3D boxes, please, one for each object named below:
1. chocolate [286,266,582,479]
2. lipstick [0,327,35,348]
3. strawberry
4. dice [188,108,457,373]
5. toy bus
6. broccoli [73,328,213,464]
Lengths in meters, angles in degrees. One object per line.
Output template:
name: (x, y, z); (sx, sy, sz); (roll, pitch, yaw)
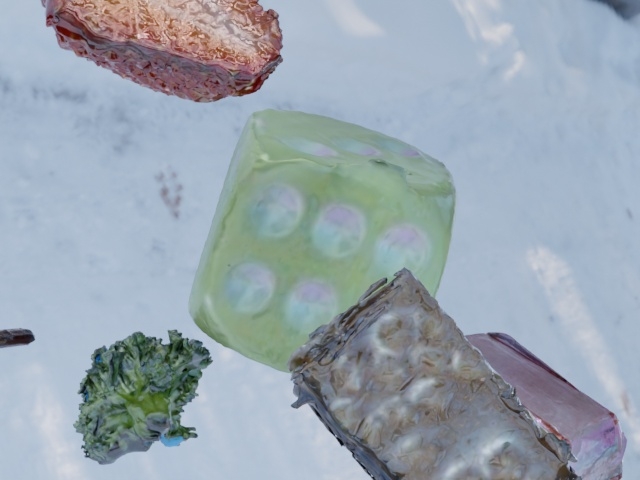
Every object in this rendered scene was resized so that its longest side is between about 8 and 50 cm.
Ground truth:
chocolate: (0.108, 0.154, 0.619); (0.329, 0.102, 0.065); (51, 6, -18)
lipstick: (-0.345, 0.100, 1.093); (0.176, 0.027, 0.027); (0, 69, -66)
strawberry: (-0.145, -0.190, 0.951); (0.106, 0.175, 0.236); (102, -35, -64)
dice: (0.000, 0.000, 1.261); (0.252, 0.254, 0.250); (16, 13, -7)
toy bus: (0.260, 0.235, 1.473); (0.128, 0.303, 0.147); (-19, 123, -27)
broccoli: (-0.197, 0.182, 1.251); (0.160, 0.167, 0.154); (-129, -150, -64)
